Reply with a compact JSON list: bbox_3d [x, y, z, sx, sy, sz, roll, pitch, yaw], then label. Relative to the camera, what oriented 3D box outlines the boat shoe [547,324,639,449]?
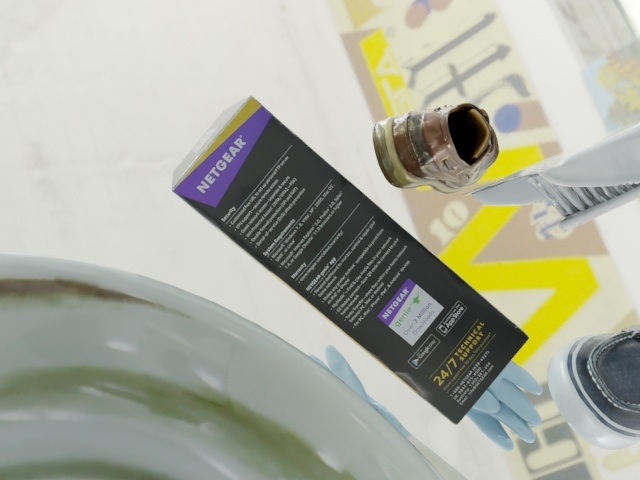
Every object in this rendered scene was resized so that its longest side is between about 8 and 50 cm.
[{"bbox_3d":[0.205,0.065,0.508,0.183,0.083,0.065,0,-123,-44],"label":"boat shoe"}]

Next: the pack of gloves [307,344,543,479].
[{"bbox_3d":[0.098,0.160,0.918,0.232,0.195,0.046,44,-175,21],"label":"pack of gloves"}]

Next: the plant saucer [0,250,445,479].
[{"bbox_3d":[-0.075,0.172,0.346,0.400,0.100,0.400,27,-152,-16],"label":"plant saucer"}]

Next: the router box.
[{"bbox_3d":[0.000,0.000,0.710,0.243,0.081,0.309,40,179,-10],"label":"router box"}]

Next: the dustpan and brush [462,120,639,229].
[{"bbox_3d":[0.205,-0.045,0.533,0.147,0.211,0.060,161,86,-85],"label":"dustpan and brush"}]

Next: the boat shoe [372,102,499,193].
[{"bbox_3d":[0.105,-0.073,0.690,0.178,0.060,0.064,-10,-96,-59],"label":"boat shoe"}]
